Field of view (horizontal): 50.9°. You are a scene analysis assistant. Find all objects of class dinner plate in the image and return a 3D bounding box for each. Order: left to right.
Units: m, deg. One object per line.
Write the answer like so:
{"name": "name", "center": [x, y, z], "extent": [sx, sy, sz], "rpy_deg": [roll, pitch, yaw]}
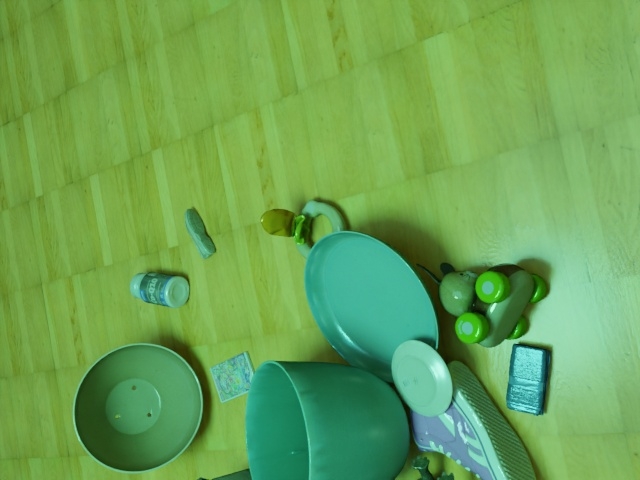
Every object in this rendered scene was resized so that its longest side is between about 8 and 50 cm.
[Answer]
{"name": "dinner plate", "center": [0.176, 0.249, 1.205], "extent": [0.141, 0.017, 0.141], "rpy_deg": [18, 113, 48]}

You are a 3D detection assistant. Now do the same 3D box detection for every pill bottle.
{"name": "pill bottle", "center": [-0.393, 0.118, 1.638], "extent": [0.137, 0.078, 0.078], "rpy_deg": [5, 95, 33]}

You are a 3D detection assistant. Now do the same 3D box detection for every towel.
{"name": "towel", "center": [0.361, 0.241, 1.174], "extent": [0.067, 0.029, 0.120], "rpy_deg": [8, 97, 33]}

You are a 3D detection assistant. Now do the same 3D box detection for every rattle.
{"name": "rattle", "center": [0.000, 0.000, 1.342], "extent": [0.130, 0.142, 0.200], "rpy_deg": [-45, 61, 7]}

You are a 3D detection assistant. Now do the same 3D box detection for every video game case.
{"name": "video game case", "center": [-0.199, 0.317, 1.559], "extent": [0.122, 0.011, 0.087], "rpy_deg": [-28, 77, 31]}

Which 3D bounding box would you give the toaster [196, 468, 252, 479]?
{"name": "toaster", "center": [-0.161, 0.584, 1.438], "extent": [0.110, 0.185, 0.168], "rpy_deg": [4, 94, 50]}

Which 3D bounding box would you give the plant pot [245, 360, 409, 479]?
{"name": "plant pot", "center": [0.021, 0.362, 1.249], "extent": [0.293, 0.235, 0.293], "rpy_deg": [-2, 88, 64]}

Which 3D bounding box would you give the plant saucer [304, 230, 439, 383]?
{"name": "plant saucer", "center": [0.098, 0.122, 1.277], "extent": [0.317, 0.043, 0.318], "rpy_deg": [25, 129, 34]}

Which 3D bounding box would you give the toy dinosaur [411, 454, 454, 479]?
{"name": "toy dinosaur", "center": [0.224, 0.496, 1.226], "extent": [0.313, 0.121, 0.160], "rpy_deg": [2, 131, 28]}

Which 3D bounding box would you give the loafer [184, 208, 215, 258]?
{"name": "loafer", "center": [-0.293, -0.014, 1.589], "extent": [0.039, 0.045, 0.125], "rpy_deg": [-39, 74, 35]}

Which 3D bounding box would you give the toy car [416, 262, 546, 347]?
{"name": "toy car", "center": [0.262, 0.081, 1.171], "extent": [0.188, 0.155, 0.149], "rpy_deg": [37, 112, 40]}

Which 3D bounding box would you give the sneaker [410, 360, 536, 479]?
{"name": "sneaker", "center": [0.264, 0.376, 1.211], "extent": [0.161, 0.102, 0.282], "rpy_deg": [-45, 59, 31]}

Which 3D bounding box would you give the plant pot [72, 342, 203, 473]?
{"name": "plant pot", "center": [-0.436, 0.395, 1.594], "extent": [0.191, 0.284, 0.284], "rpy_deg": [145, 110, -66]}
